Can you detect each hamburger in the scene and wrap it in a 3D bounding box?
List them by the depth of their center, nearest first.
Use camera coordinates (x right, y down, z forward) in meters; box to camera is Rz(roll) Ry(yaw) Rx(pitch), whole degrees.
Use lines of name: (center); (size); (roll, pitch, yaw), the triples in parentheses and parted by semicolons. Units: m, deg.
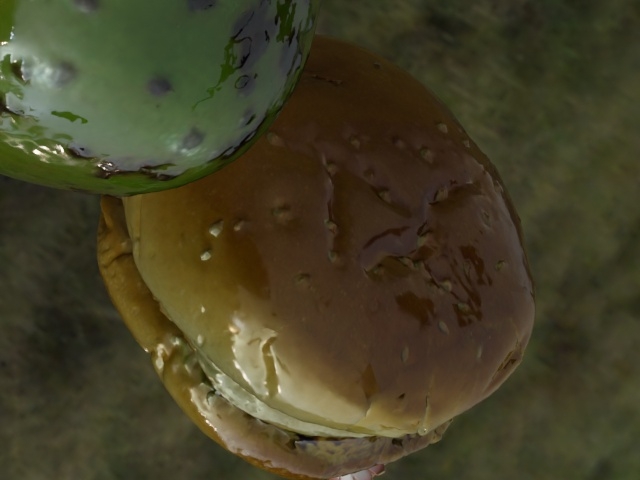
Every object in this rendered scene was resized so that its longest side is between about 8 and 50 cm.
hamburger: (0.000, 0.000, 1.170); (0.290, 0.314, 0.170); (-27, 169, -43)

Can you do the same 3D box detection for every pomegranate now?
pomegranate: (-0.118, -0.110, 0.713); (0.286, 0.231, 0.231); (-53, 165, -56)

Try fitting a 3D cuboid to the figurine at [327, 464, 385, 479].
figurine: (0.027, 0.221, 1.907); (0.102, 0.111, 0.195); (-53, 148, -17)
